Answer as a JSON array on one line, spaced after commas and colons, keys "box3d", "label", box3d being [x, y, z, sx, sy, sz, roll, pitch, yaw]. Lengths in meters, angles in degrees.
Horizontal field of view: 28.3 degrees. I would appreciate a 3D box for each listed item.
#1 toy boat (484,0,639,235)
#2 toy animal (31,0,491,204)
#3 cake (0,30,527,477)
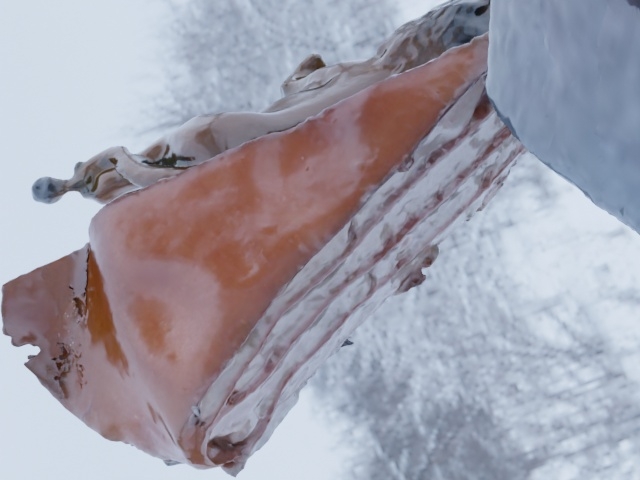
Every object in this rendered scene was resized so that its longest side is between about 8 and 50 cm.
[{"box3d": [0.154, -0.100, 0.311, 0.111, 0.276, 0.293, -29, -55, -47], "label": "toy boat"}, {"box3d": [-0.004, -0.068, 0.748, 0.097, 0.312, 0.157, 65, 160, 0], "label": "toy animal"}, {"box3d": [0.003, 0.003, 0.567, 0.098, 0.287, 0.135, 53, -174, -51], "label": "cake"}]
